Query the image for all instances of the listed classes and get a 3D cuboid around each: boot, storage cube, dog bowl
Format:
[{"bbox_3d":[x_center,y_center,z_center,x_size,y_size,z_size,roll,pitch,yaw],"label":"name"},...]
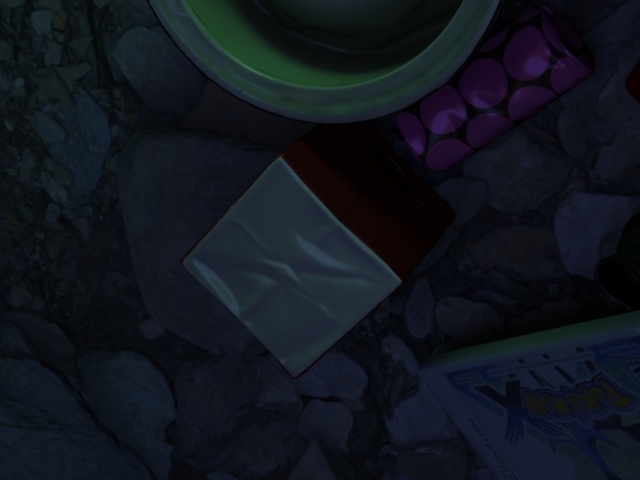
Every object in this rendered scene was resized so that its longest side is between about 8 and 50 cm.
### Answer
[{"bbox_3d":[0.387,0.072,1.226,0.246,0.161,0.083,30,120,9],"label":"boot"},{"bbox_3d":[0.000,0.000,1.345,0.184,0.193,0.215,46,120,0],"label":"storage cube"},{"bbox_3d":[0.016,-0.330,1.225,0.408,0.150,0.408,9,115,20],"label":"dog bowl"}]

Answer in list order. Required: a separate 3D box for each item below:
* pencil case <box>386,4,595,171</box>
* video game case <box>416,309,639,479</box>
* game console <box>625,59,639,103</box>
[{"bbox_3d":[0.172,-0.157,1.268,0.209,0.095,0.098,-32,81,28],"label":"pencil case"},{"bbox_3d":[0.293,0.220,1.311,0.300,0.036,0.329,53,144,-13],"label":"video game case"},{"bbox_3d":[0.393,-0.167,1.210,0.124,0.085,0.144,54,126,32],"label":"game console"}]
